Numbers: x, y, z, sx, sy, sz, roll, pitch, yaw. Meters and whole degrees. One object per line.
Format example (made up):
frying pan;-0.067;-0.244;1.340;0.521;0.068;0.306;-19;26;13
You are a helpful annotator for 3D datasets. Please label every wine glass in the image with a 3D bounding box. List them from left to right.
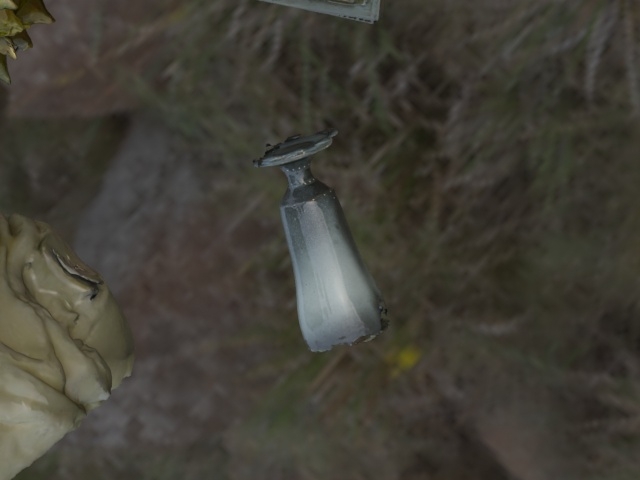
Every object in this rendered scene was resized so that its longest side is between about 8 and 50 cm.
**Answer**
wine glass;0.000;0.000;1.479;0.072;0.072;0.155;-1;110;50

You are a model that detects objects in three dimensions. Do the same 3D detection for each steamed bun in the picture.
steamed bun;-0.281;0.090;1.422;0.206;0.275;0.320;55;175;-6

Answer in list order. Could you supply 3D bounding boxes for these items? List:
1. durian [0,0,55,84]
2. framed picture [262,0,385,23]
durian;-0.179;-0.189;0.955;0.186;0.154;0.260;49;146;44
framed picture;-0.037;-0.274;1.226;0.189;0.023;0.260;12;111;16
